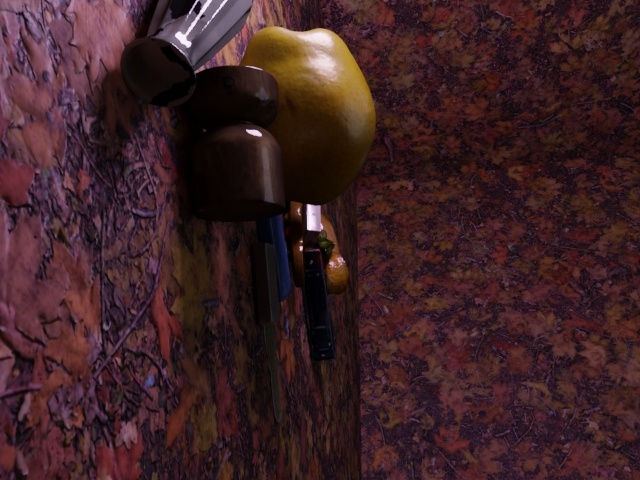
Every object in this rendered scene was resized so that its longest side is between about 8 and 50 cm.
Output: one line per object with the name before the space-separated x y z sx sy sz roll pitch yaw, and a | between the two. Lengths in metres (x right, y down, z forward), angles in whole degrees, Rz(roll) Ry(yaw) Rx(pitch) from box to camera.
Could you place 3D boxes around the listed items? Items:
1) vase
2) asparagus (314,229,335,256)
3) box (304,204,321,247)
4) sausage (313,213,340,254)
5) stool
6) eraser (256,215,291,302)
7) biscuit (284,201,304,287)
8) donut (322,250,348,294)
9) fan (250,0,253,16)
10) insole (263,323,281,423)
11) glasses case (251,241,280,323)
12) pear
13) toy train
vase | -0.226 -0.371 0.988 0.360 0.165 0.165 -80 162 -46
asparagus | 0.000 0.000 2.135 0.287 0.080 0.080 -135 -149 -61
box | -0.038 -0.061 2.055 0.130 0.051 0.129 120 -27 -59
sausage | 0.024 0.046 2.343 0.134 0.116 0.353 3 77 -71
stool | -0.163 -0.179 1.115 0.179 0.179 0.263 38 47 -77
eraser | -0.131 0.012 1.603 0.144 0.043 0.311 -54 137 -77
biscuit | -0.086 -0.057 1.860 0.283 0.064 0.431 88 1 -70
donut | 0.020 0.119 2.137 0.190 0.075 0.174 44 -45 40
fan | -0.212 -0.730 1.721 0.085 0.005 0.133 48 36 -76
insole | -0.128 0.328 1.537 0.109 0.007 0.321 6 77 -80
glasses case | -0.142 0.110 1.466 0.071 0.047 0.204 21 63 -75
pear | -0.045 -0.292 1.370 0.362 0.363 0.417 -60 148 -75
toy train | -0.012 0.227 2.060 0.089 0.086 0.408 -38 121 -80
